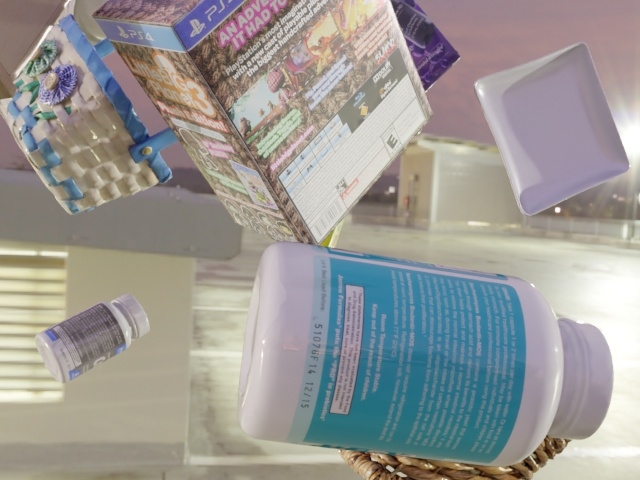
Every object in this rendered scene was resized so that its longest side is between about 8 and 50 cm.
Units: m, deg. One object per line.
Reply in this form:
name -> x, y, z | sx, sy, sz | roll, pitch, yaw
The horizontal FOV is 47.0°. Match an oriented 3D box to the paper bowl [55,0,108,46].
paper bowl -> -0.368, -0.481, 1.379 | 0.148, 0.284, 0.284 | 39, 10, 9

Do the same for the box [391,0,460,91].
box -> 0.068, -0.281, 1.055 | 0.207, 0.153, 0.108 | 46, -6, -13

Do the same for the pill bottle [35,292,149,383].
pill bottle -> -0.312, 0.132, 1.018 | 0.137, 0.078, 0.078 | -29, 22, -33

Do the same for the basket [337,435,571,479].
basket -> 0.111, 0.198, 0.882 | 0.223, 0.214, 0.299 | -39, 31, -12

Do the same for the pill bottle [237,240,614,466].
pill bottle -> 0.076, 0.089, 0.555 | 0.263, 0.146, 0.146 | 9, 2, -8

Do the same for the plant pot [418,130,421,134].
plant pot -> 0.139, -0.313, 1.431 | 0.032, 0.236, 0.236 | -33, -7, 15

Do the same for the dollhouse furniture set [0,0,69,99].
dollhouse furniture set -> -0.434, -0.265, 0.683 | 0.303, 0.198, 0.287 | -5, -44, 16

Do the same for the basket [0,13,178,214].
basket -> -0.260, -0.188, 0.970 | 0.288, 0.201, 0.255 | -33, 52, -15

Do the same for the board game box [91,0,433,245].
board game box -> -0.041, -0.176, 0.764 | 0.141, 0.232, 0.291 | 21, -29, 43

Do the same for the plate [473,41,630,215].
plate -> 0.448, -0.218, 1.441 | 0.277, 0.278, 0.045 | -23, 3, -19

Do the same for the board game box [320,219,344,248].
board game box -> 0.000, 0.000, 1.165 | 0.043, 0.182, 0.092 | 18, -2, 7
